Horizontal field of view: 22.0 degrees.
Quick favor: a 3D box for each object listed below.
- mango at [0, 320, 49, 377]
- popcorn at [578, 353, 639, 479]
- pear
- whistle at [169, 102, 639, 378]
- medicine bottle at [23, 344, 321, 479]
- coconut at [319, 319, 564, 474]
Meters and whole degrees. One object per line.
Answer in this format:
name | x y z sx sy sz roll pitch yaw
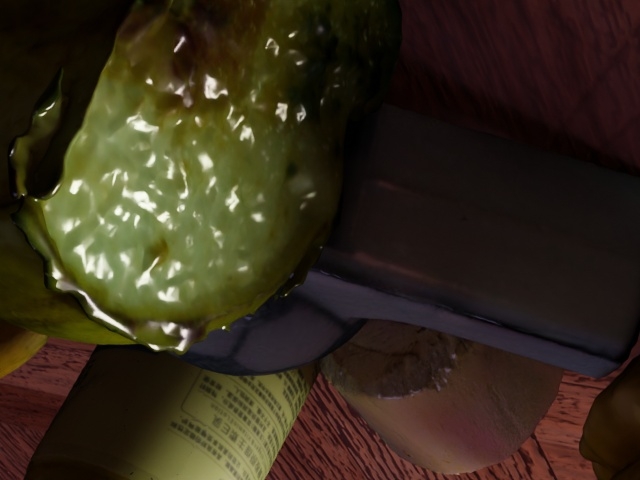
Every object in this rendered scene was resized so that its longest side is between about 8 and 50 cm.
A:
mango | -0.329 -0.024 0.956 0.378 0.221 0.264 30 149 -28
popcorn | 0.247 0.134 0.751 0.264 0.225 0.332 7 169 12
pear | -0.122 -0.068 0.682 0.255 0.238 0.164 4 151 32
whistle | 0.000 0.000 0.802 0.289 0.163 0.163 17 153 -6
medicine bottle | -0.073 0.085 0.900 0.124 0.239 0.124 22 150 14
coconut | 0.071 0.066 0.893 0.116 0.116 0.122 1 145 39
